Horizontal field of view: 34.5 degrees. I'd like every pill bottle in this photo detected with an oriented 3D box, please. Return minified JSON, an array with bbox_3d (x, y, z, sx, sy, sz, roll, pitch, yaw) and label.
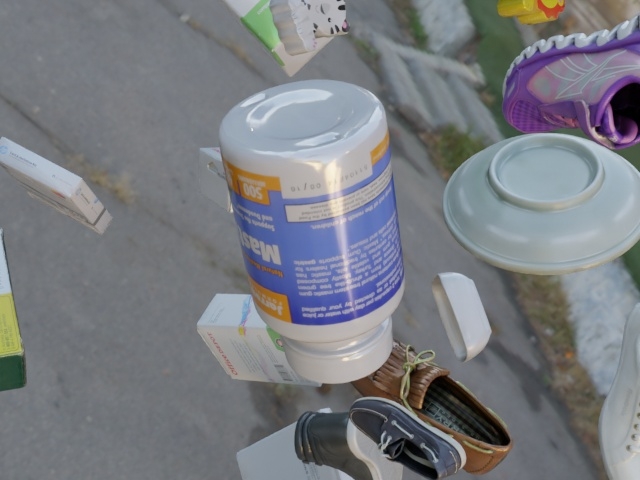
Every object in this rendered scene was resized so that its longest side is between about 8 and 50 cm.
[{"bbox_3d":[0.000,0.000,0.977,0.152,0.152,0.272,-98,179,-56],"label":"pill bottle"}]

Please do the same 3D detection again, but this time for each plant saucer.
[{"bbox_3d":[0.434,-0.105,1.990,0.400,0.401,0.100,-107,-175,-49],"label":"plant saucer"}]

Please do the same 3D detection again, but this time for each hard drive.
[{"bbox_3d":[-0.054,0.501,2.187,0.040,0.307,0.203,-2,66,-43],"label":"hard drive"}]

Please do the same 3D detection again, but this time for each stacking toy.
[{"bbox_3d":[0.023,-0.208,0.540,0.052,0.167,0.221,-40,118,-41],"label":"stacking toy"}]

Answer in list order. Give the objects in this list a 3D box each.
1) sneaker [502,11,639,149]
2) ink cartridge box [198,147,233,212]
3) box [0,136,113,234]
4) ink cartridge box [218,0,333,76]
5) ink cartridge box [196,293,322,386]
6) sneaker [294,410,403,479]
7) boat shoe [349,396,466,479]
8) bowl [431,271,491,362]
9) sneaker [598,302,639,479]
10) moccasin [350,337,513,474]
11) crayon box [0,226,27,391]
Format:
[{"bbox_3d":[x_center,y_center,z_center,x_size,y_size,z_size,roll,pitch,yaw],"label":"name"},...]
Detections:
[{"bbox_3d":[0.248,-0.128,0.919,0.095,0.236,0.104,28,67,-28],"label":"sneaker"},{"bbox_3d":[-0.068,-0.081,1.303,0.151,0.063,0.109,-5,18,-26],"label":"ink cartridge box"},{"bbox_3d":[-0.410,-0.081,1.588,0.145,0.038,0.186,27,-12,11],"label":"box"},{"bbox_3d":[-0.105,-0.378,1.445,0.273,0.115,0.198,47,4,5],"label":"ink cartridge box"},{"bbox_3d":[-0.098,0.181,1.891,0.154,0.212,0.093,62,41,-34],"label":"ink cartridge box"},{"bbox_3d":[0.049,0.380,1.846,0.295,0.147,0.104,58,41,-48],"label":"sneaker"},{"bbox_3d":[0.118,0.300,1.558,0.206,0.075,0.065,23,37,33],"label":"boat shoe"},{"bbox_3d":[0.226,0.118,1.634,0.142,0.053,0.142,85,-13,-78],"label":"bowl"},{"bbox_3d":[0.462,0.227,1.447,0.106,0.290,0.123,6,-4,-3],"label":"sneaker"},{"bbox_3d":[0.186,0.278,1.902,0.380,0.147,0.139,42,57,14],"label":"moccasin"},{"bbox_3d":[-0.523,0.100,1.213,0.319,0.081,0.202,-7,51,-19],"label":"crayon box"}]
